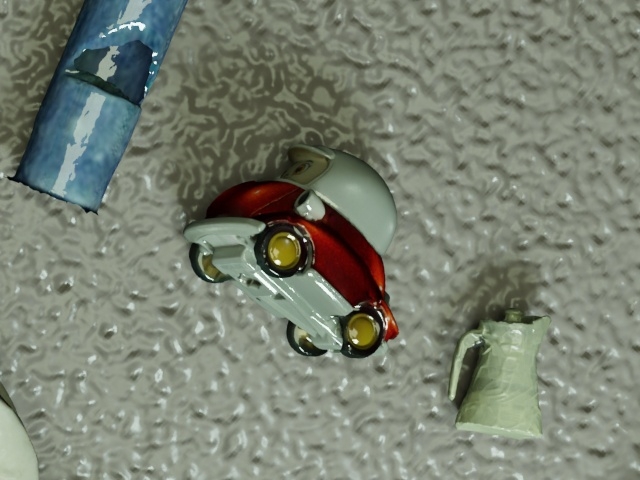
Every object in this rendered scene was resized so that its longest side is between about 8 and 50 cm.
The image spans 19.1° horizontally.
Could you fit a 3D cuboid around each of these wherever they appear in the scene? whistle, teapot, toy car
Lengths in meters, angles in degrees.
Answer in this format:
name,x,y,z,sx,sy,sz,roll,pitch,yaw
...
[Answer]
name,x,y,z,sx,sy,sz,roll,pitch,yaw
whistle,-0.105,-0.166,1.154,0.062,0.062,0.304,23,89,-12
teapot,0.116,0.084,1.220,0.067,0.057,0.083,12,84,-15
toy car,0.000,0.000,1.171,0.139,0.112,0.112,42,69,-21

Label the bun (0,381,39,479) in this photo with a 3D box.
name,x,y,z,sx,sy,sz,roll,pitch,yaw
bun,-0.261,0.131,1.107,0.173,0.120,0.172,-12,113,-31
